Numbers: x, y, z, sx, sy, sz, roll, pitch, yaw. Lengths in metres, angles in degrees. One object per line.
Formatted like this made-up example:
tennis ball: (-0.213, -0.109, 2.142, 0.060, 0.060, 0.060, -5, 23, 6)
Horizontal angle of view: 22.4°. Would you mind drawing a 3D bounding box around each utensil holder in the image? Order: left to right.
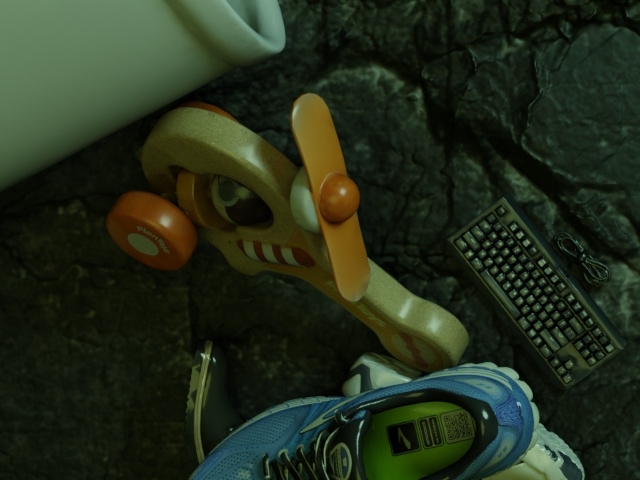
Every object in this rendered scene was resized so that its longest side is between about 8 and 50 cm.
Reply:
utensil holder: (-0.274, -0.214, 1.377, 0.385, 0.327, 0.327, -28, 92, 11)

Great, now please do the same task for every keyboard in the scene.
keyboard: (0.210, 0.041, 1.493, 0.108, 0.023, 0.180, -38, 91, 10)

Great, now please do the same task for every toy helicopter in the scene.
toy helicopter: (0.000, 0.000, 1.432, 0.355, 0.235, 0.140, 38, 59, -16)

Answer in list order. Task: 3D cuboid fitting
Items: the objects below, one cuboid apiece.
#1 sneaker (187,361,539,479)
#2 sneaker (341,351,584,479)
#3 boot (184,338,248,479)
sneaker: (0.017, 0.185, 1.393, 0.330, 0.147, 0.129, -22, 80, 17)
sneaker: (0.113, 0.217, 1.491, 0.235, 0.094, 0.153, 23, 100, 4)
boot: (-0.057, 0.189, 1.526, 0.137, 0.077, 0.198, 1, 110, 3)
